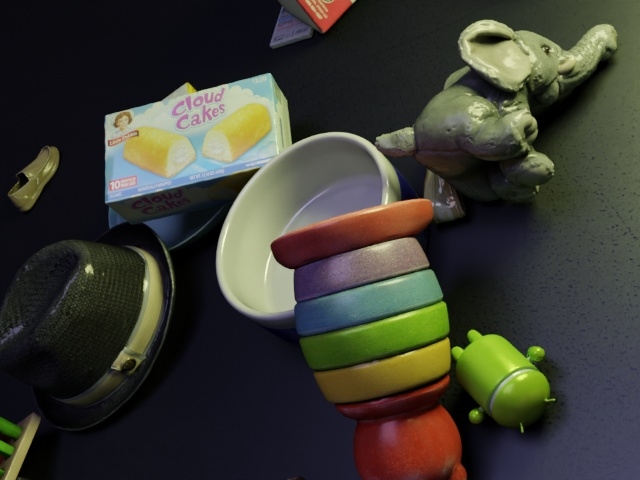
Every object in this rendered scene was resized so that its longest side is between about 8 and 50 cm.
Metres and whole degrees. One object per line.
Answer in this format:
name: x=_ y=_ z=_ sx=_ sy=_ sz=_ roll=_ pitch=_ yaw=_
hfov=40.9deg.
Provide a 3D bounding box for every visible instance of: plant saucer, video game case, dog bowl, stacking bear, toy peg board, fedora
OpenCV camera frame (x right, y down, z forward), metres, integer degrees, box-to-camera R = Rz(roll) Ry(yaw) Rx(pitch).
plant saucer: x=-0.215 y=-0.107 z=1.391 sx=0.317 sy=0.043 sz=0.318 roll=-22 pitch=48 yaw=28
video game case: x=-0.037 y=-0.385 z=1.457 sx=0.087 sy=0.011 sz=0.122 roll=-7 pitch=58 yaw=38
dog bowl: x=0.000 y=0.000 z=1.087 sx=0.265 sy=0.104 sz=0.265 roll=-22 pitch=49 yaw=28
stacking bear: x=0.063 y=0.118 z=0.869 sx=0.175 sy=0.164 sz=0.289 roll=-16 pitch=87 yaw=11
toy peg board: x=-0.504 y=0.333 z=1.252 sx=0.160 sy=0.079 sz=0.161 roll=-35 pitch=29 yaw=36
fedora: x=-0.369 y=0.108 z=1.257 sx=0.334 sy=0.152 sz=0.334 roll=-18 pitch=60 yaw=34

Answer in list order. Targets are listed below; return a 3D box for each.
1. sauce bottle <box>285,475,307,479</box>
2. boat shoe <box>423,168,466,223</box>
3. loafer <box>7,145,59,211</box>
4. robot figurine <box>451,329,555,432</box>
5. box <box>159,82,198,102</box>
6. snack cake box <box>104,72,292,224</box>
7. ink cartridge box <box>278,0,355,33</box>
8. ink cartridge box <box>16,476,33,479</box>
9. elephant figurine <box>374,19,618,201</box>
sauce bottle: x=-0.068 y=0.307 z=0.977 sx=0.128 sy=0.042 sz=0.042 roll=-30 pitch=46 yaw=24
boat shoe: x=0.157 y=-0.093 z=1.059 sx=0.048 sy=0.056 sz=0.153 roll=-8 pitch=58 yaw=27
loafer: x=-0.568 y=-0.129 z=1.699 sx=0.056 sy=0.050 sz=0.148 roll=2 pitch=63 yaw=41
robot figurine: x=0.182 y=0.140 z=0.861 sx=0.101 sy=0.067 sz=0.115 roll=-46 pitch=43 yaw=2
box: x=-0.233 y=-0.164 z=1.385 sx=0.105 sy=0.043 sz=0.179 roll=-31 pitch=44 yaw=18
snack cake box: x=-0.177 y=-0.131 z=1.251 sx=0.264 sy=0.089 sz=0.152 roll=-12 pitch=67 yaw=11
ink cartridge box: x=0.022 y=-0.517 z=1.335 sx=0.306 sy=0.226 sz=0.131 roll=-47 pitch=43 yaw=-2
ink cartridge box: x=-0.455 y=0.522 z=1.142 sx=0.175 sy=0.069 sz=0.371 roll=25 pitch=82 yaw=47
elephant figurine: x=0.211 y=-0.176 z=0.997 sx=0.169 sy=0.186 sz=0.239 roll=-8 pitch=58 yaw=51
